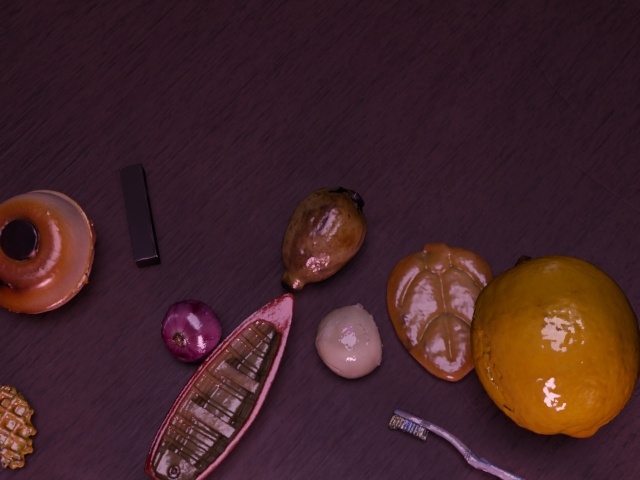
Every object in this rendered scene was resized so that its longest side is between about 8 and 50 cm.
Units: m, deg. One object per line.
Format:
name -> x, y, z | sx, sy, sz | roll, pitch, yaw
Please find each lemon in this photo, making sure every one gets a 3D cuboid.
lemon -> 0.388, 0.174, 1.829 | 0.297, 0.297, 0.297 | 0, 69, 1

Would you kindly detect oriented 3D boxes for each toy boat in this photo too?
toy boat -> -0.157, 0.261, 1.906 | 0.136, 0.079, 0.392 | 31, 74, 14

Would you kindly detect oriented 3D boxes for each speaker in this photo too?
speaker -> -0.336, -0.046, 2.046 | 0.046, 0.040, 0.191 | -12, 70, -3

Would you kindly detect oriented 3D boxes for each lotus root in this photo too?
lotus root -> 0.000, 0.000, 1.985 | 0.138, 0.138, 0.214 | 28, 83, 11

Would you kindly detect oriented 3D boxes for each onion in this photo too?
onion -> -0.225, 0.158, 1.943 | 0.115, 0.104, 0.115 | 5, 112, 14

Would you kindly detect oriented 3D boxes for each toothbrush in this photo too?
toothbrush -> 0.303, 0.390, 1.862 | 0.413, 0.035, 0.042 | 26, 88, 15

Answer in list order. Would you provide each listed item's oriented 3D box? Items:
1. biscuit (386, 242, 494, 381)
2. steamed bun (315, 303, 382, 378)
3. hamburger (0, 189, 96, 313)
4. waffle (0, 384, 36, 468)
biscuit -> 0.222, 0.124, 1.973 | 0.202, 0.041, 0.260 | -4, 67, -1
steamed bun -> 0.048, 0.175, 1.929 | 0.112, 0.091, 0.130 | -17, 70, -4
hamburger -> -0.509, 0.021, 1.969 | 0.236, 0.147, 0.237 | -3, 76, 11
waffle -> -0.589, 0.322, 1.905 | 0.194, 0.051, 0.149 | -3, 68, -1
